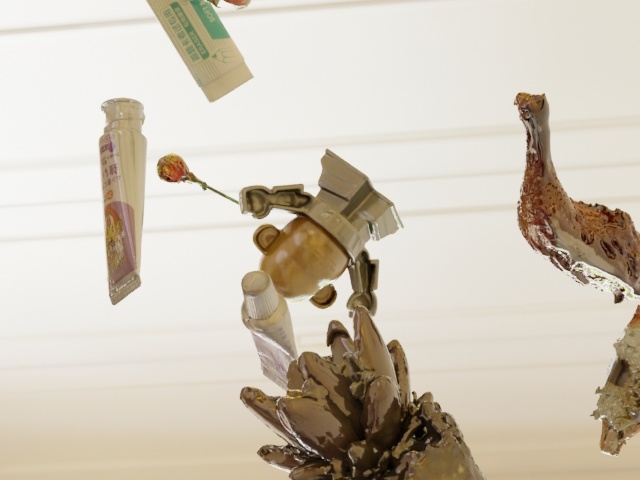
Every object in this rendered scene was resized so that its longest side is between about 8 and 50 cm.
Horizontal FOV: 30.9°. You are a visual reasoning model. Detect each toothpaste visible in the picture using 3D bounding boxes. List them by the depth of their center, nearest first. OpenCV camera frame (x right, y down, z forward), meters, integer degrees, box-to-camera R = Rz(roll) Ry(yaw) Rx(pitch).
[{"bbox_3d":[-0.071,0.142,1.675,0.282,0.068,0.099,80,-6,-49],"label":"toothpaste"},{"bbox_3d":[-0.288,-0.061,1.687,0.114,0.073,0.299,-31,-123,52],"label":"toothpaste"}]

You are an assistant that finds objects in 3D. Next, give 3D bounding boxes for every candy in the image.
[{"bbox_3d":[-0.220,-0.104,2.202,0.060,0.201,0.060,-62,-174,10],"label":"candy"}]

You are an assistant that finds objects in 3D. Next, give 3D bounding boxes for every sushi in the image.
[{"bbox_3d":[0.453,0.205,1.658,0.103,0.097,0.226,5,101,-60],"label":"sushi"}]

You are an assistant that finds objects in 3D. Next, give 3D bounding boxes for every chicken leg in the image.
[{"bbox_3d":[0.382,-0.046,1.788,0.407,0.158,0.096,54,14,-22],"label":"chicken leg"}]

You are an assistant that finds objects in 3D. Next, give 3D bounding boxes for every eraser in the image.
[{"bbox_3d":[-0.212,-0.356,1.998,0.225,0.095,0.052,59,-2,-16],"label":"eraser"}]

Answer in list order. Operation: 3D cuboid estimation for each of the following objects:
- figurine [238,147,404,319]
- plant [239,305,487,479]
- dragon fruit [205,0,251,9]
[{"bbox_3d":[0.000,-0.001,2.204,0.285,0.342,0.167,-50,175,-9],"label":"figurine"},{"bbox_3d":[0.069,0.226,1.168,0.320,0.194,0.181,56,-18,11],"label":"plant"},{"bbox_3d":[-0.132,-0.398,1.645,0.236,0.135,0.137,33,-66,48],"label":"dragon fruit"}]
